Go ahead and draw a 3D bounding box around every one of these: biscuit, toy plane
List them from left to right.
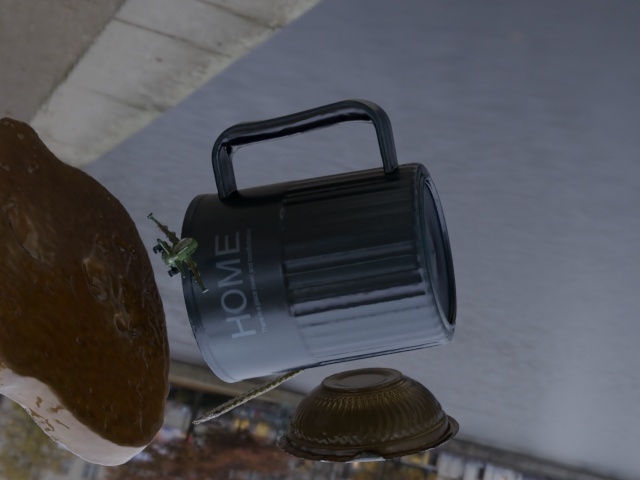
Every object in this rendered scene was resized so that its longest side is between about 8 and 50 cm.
[{"bbox_3d":[-0.301,0.064,1.197,0.062,0.385,0.365,-25,139,17],"label":"biscuit"},{"bbox_3d":[-0.155,0.013,1.108,0.102,0.040,0.111,59,180,-5],"label":"toy plane"},{"bbox_3d":[-0.141,0.296,1.943,0.203,0.016,0.144,-24,176,-34],"label":"biscuit"}]

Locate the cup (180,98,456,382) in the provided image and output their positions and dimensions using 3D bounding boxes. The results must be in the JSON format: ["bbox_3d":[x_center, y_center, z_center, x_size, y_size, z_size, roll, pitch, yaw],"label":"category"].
[{"bbox_3d":[0.006,0.008,1.274,0.292,0.308,0.242,-9,160,15],"label":"cup"}]

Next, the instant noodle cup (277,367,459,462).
[{"bbox_3d":[0.066,0.247,1.519,0.274,0.090,0.274,-7,-174,1],"label":"instant noodle cup"}]
